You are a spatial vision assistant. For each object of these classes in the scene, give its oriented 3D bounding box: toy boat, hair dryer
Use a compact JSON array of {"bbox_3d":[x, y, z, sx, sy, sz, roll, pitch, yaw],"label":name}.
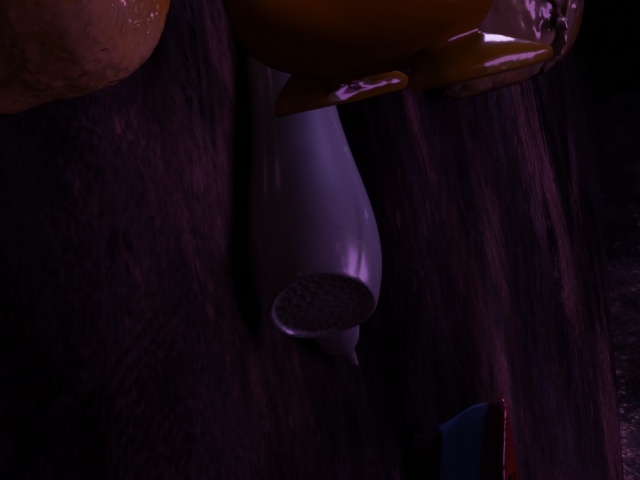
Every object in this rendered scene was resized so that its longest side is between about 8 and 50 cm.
[{"bbox_3d":[0.137,0.310,1.507,0.136,0.079,0.392,-51,132,-70],"label":"toy boat"},{"bbox_3d":[0.000,0.000,1.200,0.237,0.075,0.206,76,5,-55],"label":"hair dryer"}]

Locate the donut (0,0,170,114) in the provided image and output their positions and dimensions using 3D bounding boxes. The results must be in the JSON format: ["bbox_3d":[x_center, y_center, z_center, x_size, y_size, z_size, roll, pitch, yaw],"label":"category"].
[{"bbox_3d":[-0.108,-0.147,0.755,0.174,0.074,0.190,29,54,-75],"label":"donut"}]

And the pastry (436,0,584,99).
[{"bbox_3d":[0.180,-0.264,1.906,0.256,0.170,0.237,-43,126,-81],"label":"pastry"}]

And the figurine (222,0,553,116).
[{"bbox_3d":[0.011,-0.186,1.021,0.215,0.215,0.228,43,46,-70],"label":"figurine"}]
